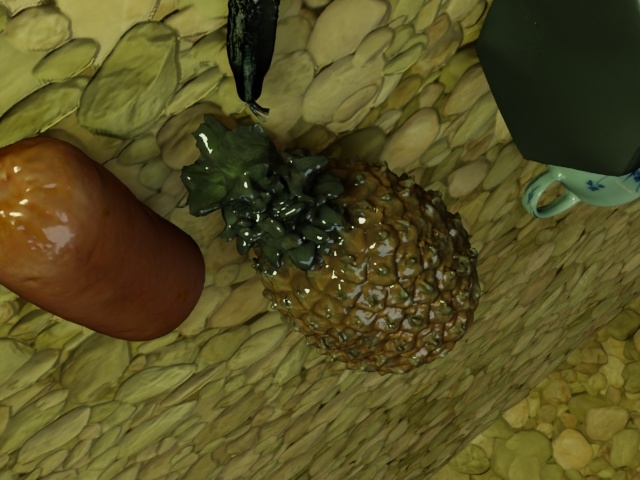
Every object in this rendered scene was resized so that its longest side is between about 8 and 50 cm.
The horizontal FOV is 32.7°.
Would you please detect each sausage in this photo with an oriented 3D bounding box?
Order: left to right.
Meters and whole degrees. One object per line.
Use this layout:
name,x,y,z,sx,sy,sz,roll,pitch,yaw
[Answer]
sausage,-0.177,0.004,0.813,0.113,0.113,0.259,-41,157,1

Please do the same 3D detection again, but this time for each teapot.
teapot,0.321,-0.124,1.291,0.232,0.159,0.159,-58,152,15

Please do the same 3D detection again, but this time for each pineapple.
pineapple,0.000,0.000,0.993,0.202,0.202,0.362,-47,142,12

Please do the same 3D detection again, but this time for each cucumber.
cucumber,-0.051,-0.153,0.823,0.163,0.043,0.039,104,-1,-56

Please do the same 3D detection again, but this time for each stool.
stool,0.271,-0.181,1.035,0.141,0.232,0.232,-23,150,-38
